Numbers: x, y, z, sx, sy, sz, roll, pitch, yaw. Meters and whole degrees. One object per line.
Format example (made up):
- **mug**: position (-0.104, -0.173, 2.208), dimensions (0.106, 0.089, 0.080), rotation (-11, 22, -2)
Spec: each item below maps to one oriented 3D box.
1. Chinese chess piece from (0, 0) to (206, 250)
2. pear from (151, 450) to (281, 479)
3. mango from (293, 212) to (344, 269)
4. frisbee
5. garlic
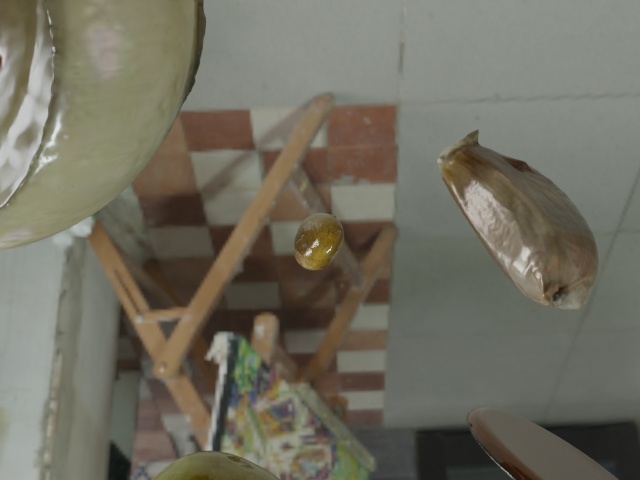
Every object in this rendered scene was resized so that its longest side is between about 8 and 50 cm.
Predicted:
- **Chinese chess piece**: position (-0.175, -0.117, 0.522), dimensions (0.250, 0.249, 0.103), rotation (-26, 179, 34)
- **pear**: position (-0.082, 0.275, 0.870), dimensions (0.200, 0.200, 0.200), rotation (-1, 149, -1)
- **mango**: position (0.000, 0.000, 1.452), dimensions (0.057, 0.078, 0.114), rotation (20, 162, -16)
- **frisbee**: position (0.263, 0.251, 1.154), dimensions (0.251, 0.251, 0.021), rotation (24, 102, -35)
- **garlic**: position (0.179, 0.001, 0.944), dimensions (0.090, 0.198, 0.129), rotation (-40, 140, 20)
